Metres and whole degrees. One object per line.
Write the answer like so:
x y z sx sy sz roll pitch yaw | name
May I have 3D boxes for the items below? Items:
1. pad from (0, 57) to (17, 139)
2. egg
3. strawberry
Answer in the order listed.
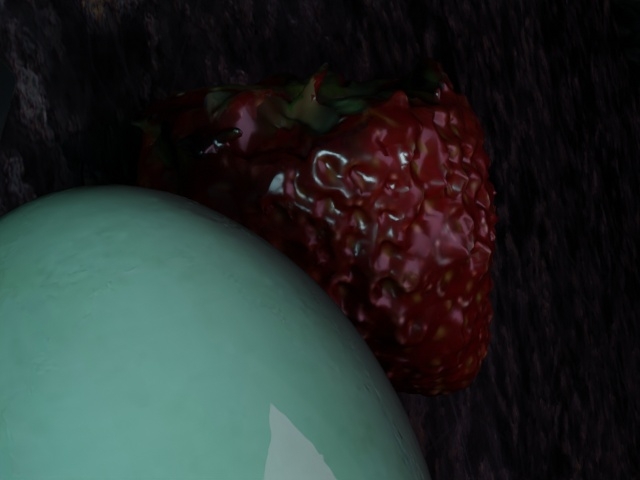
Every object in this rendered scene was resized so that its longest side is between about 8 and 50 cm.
-0.226 -0.105 0.923 0.193 0.004 0.116 55 33 -47 | pad
-0.075 0.162 0.824 0.276 0.276 0.389 -42 118 -65 | egg
0.004 0.000 1.127 0.261 0.261 0.258 -34 124 -67 | strawberry
